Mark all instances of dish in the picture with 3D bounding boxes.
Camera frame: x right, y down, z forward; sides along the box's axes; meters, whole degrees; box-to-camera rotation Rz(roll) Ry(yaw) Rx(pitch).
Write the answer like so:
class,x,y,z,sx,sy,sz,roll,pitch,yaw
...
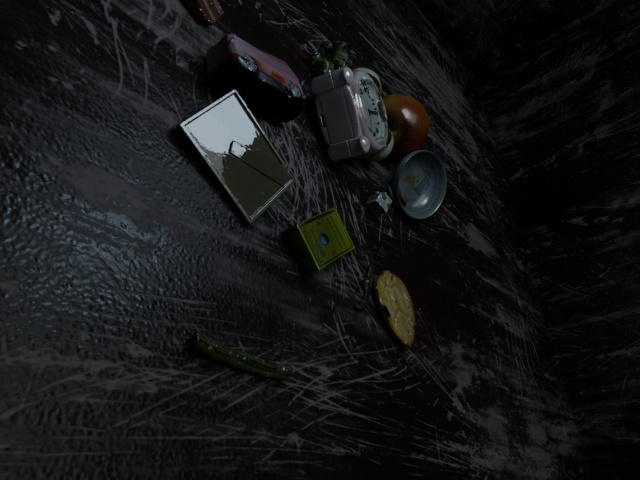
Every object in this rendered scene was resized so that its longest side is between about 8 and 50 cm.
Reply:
class,x,y,z,sx,sy,sz,roll,pitch,yaw
dish,0.368,-0.226,1.948,0.273,0.133,0.273,-7,103,-34

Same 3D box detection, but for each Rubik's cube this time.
class,x,y,z,sx,sy,sz,roll,pitch,yaw
Rubik's cube,0.211,-0.134,1.725,0.084,0.075,0.073,57,49,-36

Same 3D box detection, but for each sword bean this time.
class,x,y,z,sx,sy,sz,roll,pitch,yaw
sword bean,-0.161,0.253,1.026,0.269,0.038,0.043,32,70,-38

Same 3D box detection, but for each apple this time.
class,x,y,z,sx,sy,sz,roll,pitch,yaw
apple,0.304,-0.454,1.922,0.253,0.253,0.254,31,46,-39

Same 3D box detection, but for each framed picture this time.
class,x,y,z,sx,sy,sz,roll,pitch,yaw
framed picture,-0.199,-0.215,1.223,0.289,0.020,0.211,56,50,-18

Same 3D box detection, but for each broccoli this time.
class,x,y,z,sx,sy,sz,roll,pitch,yaw
broccoli,0.037,-0.660,1.766,0.154,0.160,0.167,32,50,2

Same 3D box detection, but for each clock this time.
class,x,y,z,sx,sy,sz,roll,pitch,yaw
clock,0.130,-0.439,1.704,0.325,0.184,0.342,-25,107,-56

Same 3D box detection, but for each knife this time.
class,x,y,z,sx,sy,sz,roll,pitch,yaw
knife,0.150,0.145,1.514,0.045,0.021,0.222,48,38,-18

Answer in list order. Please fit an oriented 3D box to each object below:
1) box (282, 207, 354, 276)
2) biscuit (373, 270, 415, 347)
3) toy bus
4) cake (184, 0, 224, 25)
class,x,y,z,sx,sy,sz,roll,pitch,yaw
box,0.000,0.000,1.374,0.220,0.064,0.141,-26,91,-54
biscuit,0.245,0.221,1.579,0.203,0.041,0.260,4,66,-55
toy bus,-0.176,-0.455,1.376,0.302,0.127,0.147,12,57,-49
cake,-0.369,-0.746,1.339,0.295,0.112,0.116,54,37,-24
